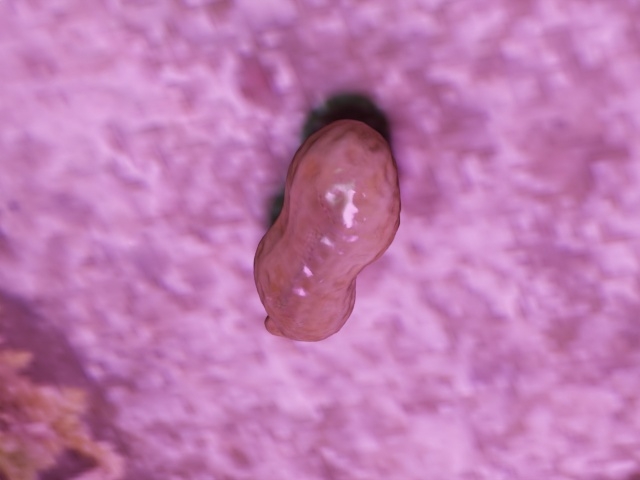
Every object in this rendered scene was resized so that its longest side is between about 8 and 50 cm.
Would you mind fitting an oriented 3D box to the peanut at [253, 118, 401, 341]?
[{"bbox_3d":[0.000,0.000,0.558,0.037,0.037,0.083,22,136,-4],"label":"peanut"}]
